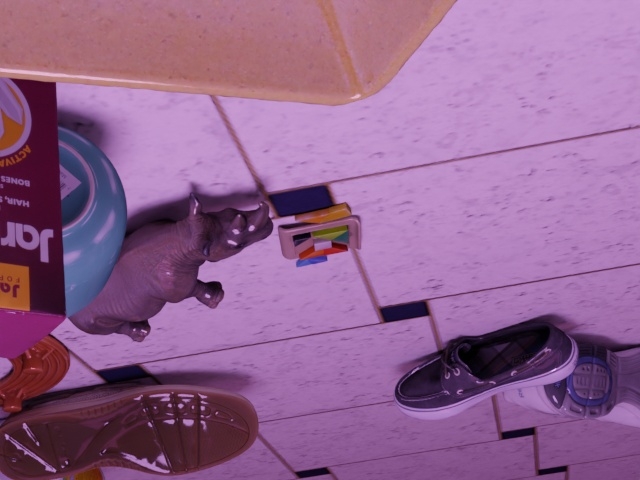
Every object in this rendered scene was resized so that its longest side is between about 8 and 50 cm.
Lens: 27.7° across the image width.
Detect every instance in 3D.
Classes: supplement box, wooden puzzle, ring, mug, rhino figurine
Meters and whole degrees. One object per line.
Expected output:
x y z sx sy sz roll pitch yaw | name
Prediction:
-0.218 -0.032 0.779 0.104 0.188 0.081 10 152 -36 | supplement box
0.000 0.000 1.154 0.078 0.014 0.116 -9 158 6 | wooden puzzle
-0.431 0.146 1.353 0.336 0.032 0.336 -6 158 -2 | ring
-0.212 -0.017 0.894 0.157 0.130 0.097 0 156 -19 | mug
-0.128 0.020 1.089 0.106 0.073 0.243 12 150 -44 | rhino figurine

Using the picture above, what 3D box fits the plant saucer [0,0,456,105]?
-0.067 -0.186 0.599 0.332 0.081 0.333 2 156 -23 | plant saucer

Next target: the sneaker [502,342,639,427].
0.354 0.178 1.616 0.297 0.111 0.129 14 166 -34 | sneaker

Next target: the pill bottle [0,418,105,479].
-0.353 0.319 1.654 0.136 0.136 0.246 -10 157 7 | pill bottle

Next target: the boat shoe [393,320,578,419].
0.178 0.143 1.485 0.228 0.080 0.076 -15 139 26 | boat shoe

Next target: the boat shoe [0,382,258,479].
-0.223 0.211 1.504 0.302 0.109 0.098 -7 -163 -1 | boat shoe
